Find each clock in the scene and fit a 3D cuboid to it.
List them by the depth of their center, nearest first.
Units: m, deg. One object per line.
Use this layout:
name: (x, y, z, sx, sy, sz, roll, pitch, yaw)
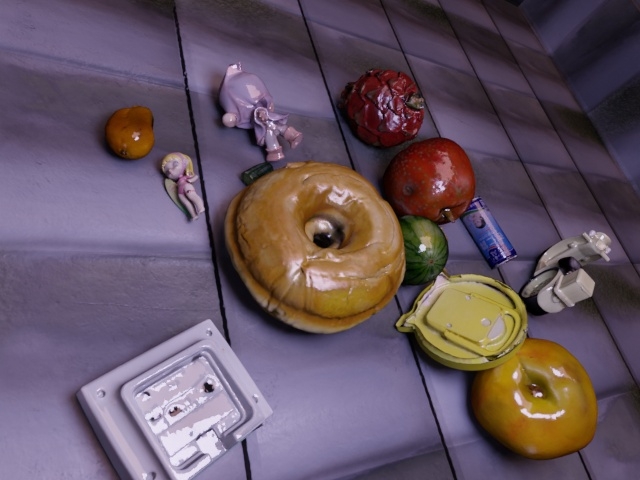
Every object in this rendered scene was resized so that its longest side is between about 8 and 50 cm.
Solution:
clock: (-0.237, 0.282, 0.814, 0.262, 0.116, 0.231, -26, 77, -43)
clock: (0.371, 0.205, 1.197, 0.277, 0.071, 0.293, -41, 44, -23)
clock: (0.804, 0.098, 1.551, 0.120, 0.276, 0.379, 46, 50, -1)

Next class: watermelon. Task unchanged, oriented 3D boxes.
watermelon: (0.247, 0.023, 1.280, 0.187, 0.188, 0.215, 22, 11, -21)

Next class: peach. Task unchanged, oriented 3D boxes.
peach: (0.535, 0.396, 1.174, 0.308, 0.288, 0.289, 49, 28, -57)

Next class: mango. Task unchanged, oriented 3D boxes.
mango: (-0.425, -0.242, 1.059, 0.105, 0.084, 0.159, 3, 38, -15)

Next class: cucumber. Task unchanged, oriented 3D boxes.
cucumber: (-0.156, -0.172, 1.215, 0.048, 0.048, 0.105, 48, 46, 2)

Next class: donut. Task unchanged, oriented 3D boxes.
donut: (0.000, 0.000, 1.089, 0.448, 0.198, 0.449, 12, 57, -18)

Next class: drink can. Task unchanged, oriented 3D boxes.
drink can: (0.557, -0.027, 1.580, 0.097, 0.097, 0.235, -15, 71, -40)

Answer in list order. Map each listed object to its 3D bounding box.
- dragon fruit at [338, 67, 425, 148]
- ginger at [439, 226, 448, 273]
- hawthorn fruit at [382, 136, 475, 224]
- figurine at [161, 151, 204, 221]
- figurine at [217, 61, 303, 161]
dragon fruit: (0.199, -0.426, 1.505, 0.244, 0.245, 0.298, -22, 51, -42)
ginger: (0.334, 0.025, 1.420, 0.176, 0.052, 0.193, -2, 63, -42)
hawthorn fruit: (0.329, -0.165, 1.402, 0.275, 0.275, 0.300, 3, 51, -33)
figurine: (-0.306, -0.127, 1.072, 0.083, 0.083, 0.187, -13, 63, -39)
figurine: (-0.169, -0.342, 1.262, 0.276, 0.133, 0.200, 49, 43, 2)
